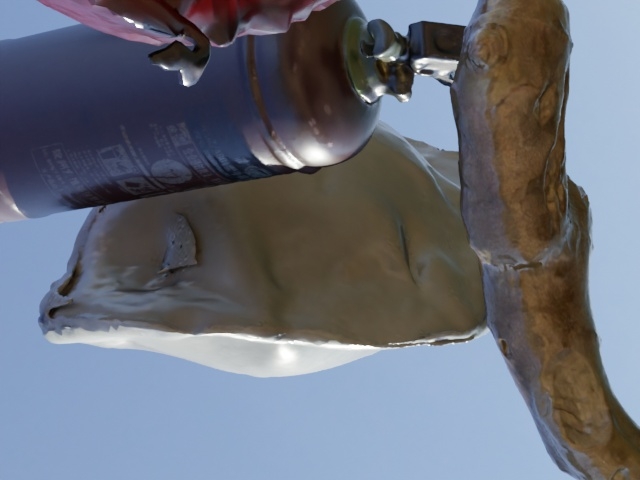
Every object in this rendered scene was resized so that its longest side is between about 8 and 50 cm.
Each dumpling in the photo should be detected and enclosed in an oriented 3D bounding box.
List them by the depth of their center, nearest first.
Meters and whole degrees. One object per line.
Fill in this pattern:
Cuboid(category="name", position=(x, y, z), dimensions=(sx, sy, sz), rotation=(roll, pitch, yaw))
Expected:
Cuboid(category="dumpling", position=(-0.001, 0.000, 0.985), dimensions=(0.341, 0.260, 0.181), rotation=(11, -92, -67))

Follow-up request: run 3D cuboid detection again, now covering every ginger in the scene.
Cuboid(category="ginger", position=(0.098, 0.031, 0.638), dimensions=(0.089, 0.075, 0.288), rotation=(-45, -58, -69))

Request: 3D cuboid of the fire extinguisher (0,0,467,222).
Cuboid(category="fire extinguisher", position=(-0.049, -0.076, 0.846), dimensions=(0.138, 0.344, 0.102), rotation=(21, -117, -62))

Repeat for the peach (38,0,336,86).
Cuboid(category="peach", position=(-0.023, -0.139, 0.369), dimensions=(0.196, 0.190, 0.226), rotation=(58, -168, -31))
